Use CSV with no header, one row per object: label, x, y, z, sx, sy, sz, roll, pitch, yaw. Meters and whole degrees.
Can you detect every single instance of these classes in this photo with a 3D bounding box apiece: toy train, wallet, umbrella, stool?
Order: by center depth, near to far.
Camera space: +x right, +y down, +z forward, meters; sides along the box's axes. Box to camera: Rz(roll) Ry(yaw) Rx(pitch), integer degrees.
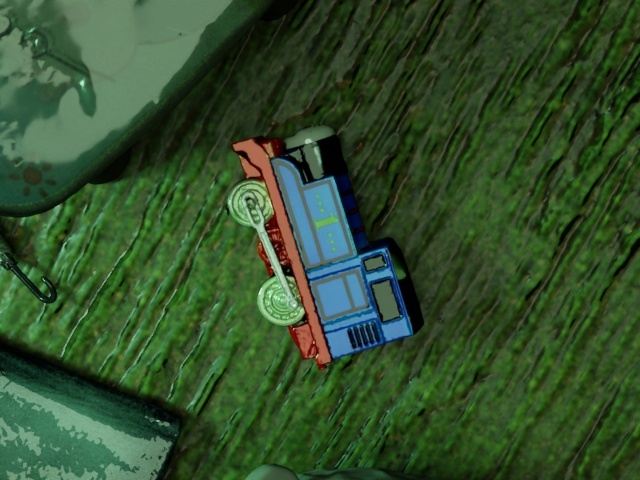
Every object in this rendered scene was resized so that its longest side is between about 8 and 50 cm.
stool,-0.207,-0.212,0.880,0.310,0.226,0.310,-42,91,6
toy train,0.000,0.000,0.958,0.131,0.083,0.204,-17,96,5
umbrella,-0.337,-0.032,1.004,0.269,0.044,0.044,43,134,5
wallet,-0.325,0.174,1.012,0.379,0.046,0.190,23,95,2

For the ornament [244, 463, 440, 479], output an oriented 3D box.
ornament,0.039,0.344,0.871,0.337,0.337,0.337,0,95,4
